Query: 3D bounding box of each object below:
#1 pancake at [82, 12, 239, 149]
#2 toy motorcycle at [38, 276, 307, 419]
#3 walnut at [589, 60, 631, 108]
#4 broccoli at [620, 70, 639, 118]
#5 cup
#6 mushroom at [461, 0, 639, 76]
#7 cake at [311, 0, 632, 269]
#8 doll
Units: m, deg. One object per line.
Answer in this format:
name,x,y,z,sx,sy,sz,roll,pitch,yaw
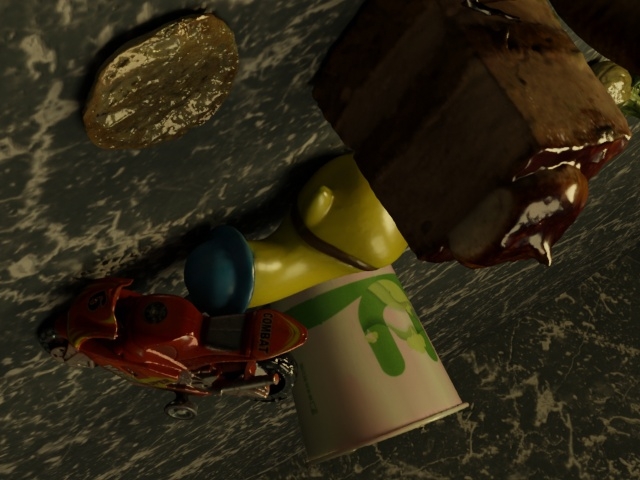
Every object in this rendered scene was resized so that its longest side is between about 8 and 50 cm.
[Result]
pancake,-0.126,-0.127,0.762,0.151,0.025,0.151,-29,161,-11
toy motorcycle,-0.167,0.116,1.034,0.298,0.089,0.171,9,138,-1
walnut,0.406,-0.218,1.358,0.092,0.092,0.092,-30,162,-11
broccoli,0.498,-0.184,1.408,0.122,0.204,0.118,-18,143,-17
cup,0.053,0.167,1.374,0.253,0.274,0.253,-20,168,-4
mushroom,0.252,-0.248,0.673,0.356,0.334,0.331,-31,164,-40
cake,0.159,-0.104,0.884,0.198,0.293,0.196,-8,150,-45
doll,0.000,0.000,1.117,0.363,0.145,0.199,-28,147,-8
